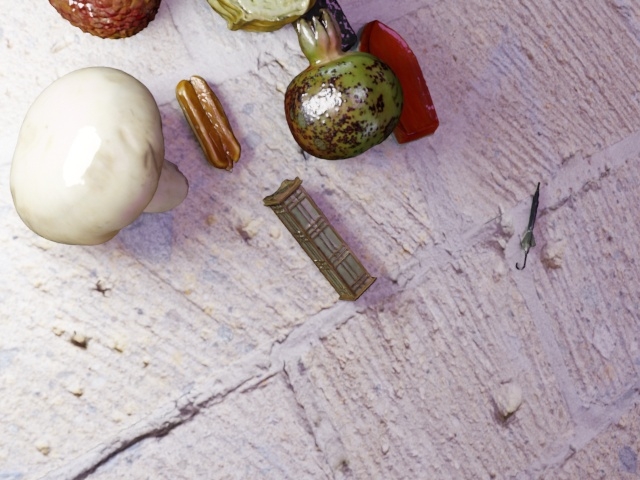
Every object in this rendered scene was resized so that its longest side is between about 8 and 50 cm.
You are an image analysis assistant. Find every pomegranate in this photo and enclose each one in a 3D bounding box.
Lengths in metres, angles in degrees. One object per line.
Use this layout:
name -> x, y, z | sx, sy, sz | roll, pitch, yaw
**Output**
pomegranate -> 0.028, -0.356, 1.650 | 0.285, 0.285, 0.341 | -31, 110, -24

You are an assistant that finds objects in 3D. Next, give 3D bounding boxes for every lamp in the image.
lamp -> 0.000, 0.000, 1.735 | 0.090, 0.089, 0.325 | -45, 107, -20

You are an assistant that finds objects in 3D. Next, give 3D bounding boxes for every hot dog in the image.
hot dog -> -0.252, -0.260, 1.633 | 0.092, 0.062, 0.236 | -26, 97, -25

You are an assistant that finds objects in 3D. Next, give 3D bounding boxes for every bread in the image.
bread -> -0.141, -0.557, 1.575 | 0.196, 0.252, 0.238 | -40, 100, -2

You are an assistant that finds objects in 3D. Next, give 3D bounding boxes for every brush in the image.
brush -> -0.002, -0.542, 1.767 | 0.123, 0.059, 0.197 | -34, 102, -21

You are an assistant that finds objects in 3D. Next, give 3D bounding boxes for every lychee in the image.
lychee -> -0.435, -0.532, 1.451 | 0.260, 0.260, 0.261 | 1, 88, -26

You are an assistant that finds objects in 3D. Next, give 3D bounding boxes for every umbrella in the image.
umbrella -> 0.611, -0.040, 2.067 | 0.044, 0.044, 0.269 | 30, 74, -54

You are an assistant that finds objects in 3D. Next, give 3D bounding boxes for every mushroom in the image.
mushroom -> -0.454, -0.153, 1.426 | 0.325, 0.353, 0.353 | -18, 97, -5

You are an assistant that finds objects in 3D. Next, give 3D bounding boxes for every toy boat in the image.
toy boat -> 0.175, -0.401, 1.823 | 0.145, 0.133, 0.332 | -21, 87, -20
